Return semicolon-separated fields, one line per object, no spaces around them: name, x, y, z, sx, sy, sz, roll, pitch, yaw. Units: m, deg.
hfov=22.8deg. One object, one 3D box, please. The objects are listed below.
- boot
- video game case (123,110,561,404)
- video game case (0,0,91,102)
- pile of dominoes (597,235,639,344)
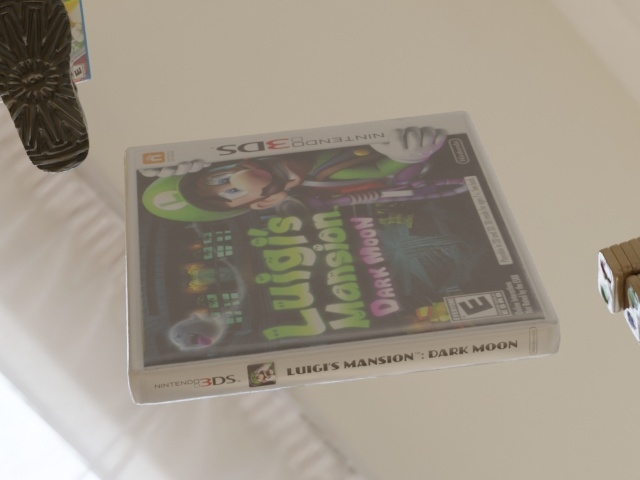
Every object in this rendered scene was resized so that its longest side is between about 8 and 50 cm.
boot;-0.235;-0.170;1.246;0.208;0.076;0.189;-110;-167;-52
video game case;0.000;0.000;0.707;0.173;0.190;0.022;-7;-58;-3
video game case;-0.291;-0.190;1.474;0.015;0.166;0.119;17;-62;46
pile of dominoes;0.271;0.115;1.148;0.196;0.040;0.251;78;-9;-55
